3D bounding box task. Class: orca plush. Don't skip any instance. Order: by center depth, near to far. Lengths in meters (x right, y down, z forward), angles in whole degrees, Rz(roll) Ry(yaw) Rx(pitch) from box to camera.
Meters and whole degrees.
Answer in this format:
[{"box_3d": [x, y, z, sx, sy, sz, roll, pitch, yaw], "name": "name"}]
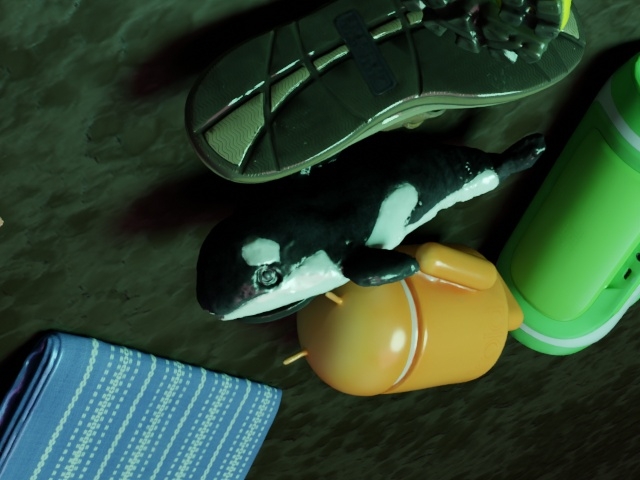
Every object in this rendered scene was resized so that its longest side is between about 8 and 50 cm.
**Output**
[{"box_3d": [0.033, -0.044, 0.918, 0.287, 0.151, 0.102, -17, 118, -15], "name": "orca plush"}]

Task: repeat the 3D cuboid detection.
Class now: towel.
[{"box_3d": [-0.180, 0.209, 1.109, 0.336, 0.040, 0.243, 25, 94, -56], "name": "towel"}]

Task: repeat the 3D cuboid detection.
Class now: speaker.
[{"box_3d": [0.253, -0.026, 1.108, 0.131, 0.131, 0.296, -12, 147, -28], "name": "speaker"}]

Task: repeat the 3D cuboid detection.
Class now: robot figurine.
[{"box_3d": [0.073, 0.064, 1.093, 0.219, 0.128, 0.158, -4, -178, -38], "name": "robot figurine"}]

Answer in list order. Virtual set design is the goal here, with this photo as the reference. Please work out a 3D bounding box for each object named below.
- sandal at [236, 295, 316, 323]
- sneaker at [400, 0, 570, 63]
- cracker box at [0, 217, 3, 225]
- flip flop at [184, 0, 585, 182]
[{"box_3d": [0.000, 0.000, 0.997, 0.179, 0.067, 0.040, -32, 144, -10], "name": "sandal"}, {"box_3d": [0.084, -0.256, 0.636, 0.146, 0.134, 0.343, -58, 153, -26], "name": "sneaker"}, {"box_3d": [-0.243, -0.014, 0.467, 0.155, 0.067, 0.232, -49, 151, -9], "name": "cracker box"}, {"box_3d": [0.042, -0.110, 0.829, 0.277, 0.112, 0.080, -25, 177, -13], "name": "flip flop"}]
